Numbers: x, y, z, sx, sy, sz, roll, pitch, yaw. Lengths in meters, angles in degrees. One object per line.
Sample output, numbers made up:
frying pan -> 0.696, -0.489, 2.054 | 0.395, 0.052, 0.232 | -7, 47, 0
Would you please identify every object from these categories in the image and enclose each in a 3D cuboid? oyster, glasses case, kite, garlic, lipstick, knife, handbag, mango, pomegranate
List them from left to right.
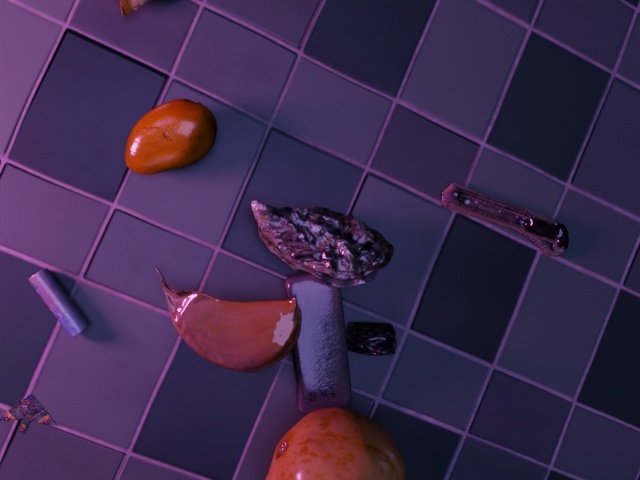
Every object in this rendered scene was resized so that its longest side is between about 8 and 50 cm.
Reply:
kite -> -0.644, 0.382, 1.438 | 0.122, 0.004, 0.090 | 14, 88, -11
lipstick -> -0.570, 0.136, 1.426 | 0.048, 0.048, 0.158 | -35, 97, -8
mango -> -0.331, -0.223, 1.433 | 0.219, 0.112, 0.145 | -30, 101, -6
garlic -> -0.206, 0.172, 1.442 | 0.338, 0.151, 0.196 | 12, 112, 8
oyster -> -0.005, -0.003, 1.475 | 0.350, 0.162, 0.158 | 23, 110, -16
glasses case -> -0.005, 0.236, 1.522 | 0.131, 0.074, 0.323 | -6, 92, -9
pomegranate -> 0.045, 0.545, 1.409 | 0.342, 0.342, 0.343 | 0, 91, -11
handbag -> 0.129, 0.242, 1.515 | 0.115, 0.139, 0.072 | 5, 98, -12
knife -> 0.467, -0.053, 1.623 | 0.365, 0.043, 0.089 | 21, 86, -10

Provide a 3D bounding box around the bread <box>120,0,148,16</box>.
bread -> -0.391, -0.695, 1.342 | 0.248, 0.279, 0.315 | -25, 83, -16
